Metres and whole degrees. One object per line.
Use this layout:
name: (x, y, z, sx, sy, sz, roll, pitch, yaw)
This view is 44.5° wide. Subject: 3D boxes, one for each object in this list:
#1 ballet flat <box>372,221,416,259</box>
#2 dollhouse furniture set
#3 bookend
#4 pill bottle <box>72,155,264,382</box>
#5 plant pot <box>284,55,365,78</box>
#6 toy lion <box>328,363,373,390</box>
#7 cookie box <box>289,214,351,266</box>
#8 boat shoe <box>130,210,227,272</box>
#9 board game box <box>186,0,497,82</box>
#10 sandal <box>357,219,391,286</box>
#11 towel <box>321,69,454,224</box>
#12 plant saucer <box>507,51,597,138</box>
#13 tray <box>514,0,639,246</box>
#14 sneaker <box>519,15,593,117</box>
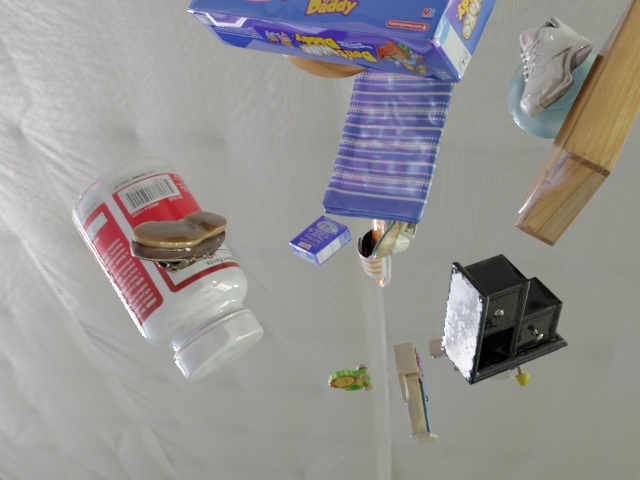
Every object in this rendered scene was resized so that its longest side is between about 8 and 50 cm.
ballet flat: (0.193, -0.015, 1.912, 0.067, 0.206, 0.073, 26, -45, 11)
dollhouse furniture set: (0.347, 0.343, 1.824, 0.303, 0.198, 0.286, -11, -22, 9)
bookend: (0.245, 0.085, 1.002, 0.157, 0.072, 0.156, -17, -48, -19)
pill bottle: (-0.289, 0.058, 1.523, 0.408, 0.229, 0.229, 56, -38, 13)
plant pot: (0.056, -0.452, 1.393, 0.291, 0.291, 0.203, 27, -11, -22)
toy lion: (0.068, 0.326, 1.824, 0.096, 0.034, 0.100, -15, -35, 4)
cookie box: (0.000, 0.000, 1.753, 0.092, 0.107, 0.040, 26, -34, 44)
boat shoe: (-0.193, 0.010, 1.084, 0.073, 0.207, 0.073, 26, -74, 19)
board game box: (0.039, -0.317, 0.865, 0.347, 0.233, 0.078, 20, -10, 37)
sandal: (0.132, 0.008, 2.032, 0.076, 0.102, 0.265, -14, -53, -15)
towel: (0.133, -0.204, 1.573, 0.243, 0.336, 0.040, 9, -7, 39)
plant saucer: (0.448, -0.291, 1.487, 0.195, 0.195, 0.037, -9, -17, 24)
tray: (0.430, -0.206, 1.195, 0.076, 0.411, 0.203, 29, -29, 8)
sneaker: (0.370, -0.297, 1.321, 0.115, 0.232, 0.090, 41, -40, -6)
